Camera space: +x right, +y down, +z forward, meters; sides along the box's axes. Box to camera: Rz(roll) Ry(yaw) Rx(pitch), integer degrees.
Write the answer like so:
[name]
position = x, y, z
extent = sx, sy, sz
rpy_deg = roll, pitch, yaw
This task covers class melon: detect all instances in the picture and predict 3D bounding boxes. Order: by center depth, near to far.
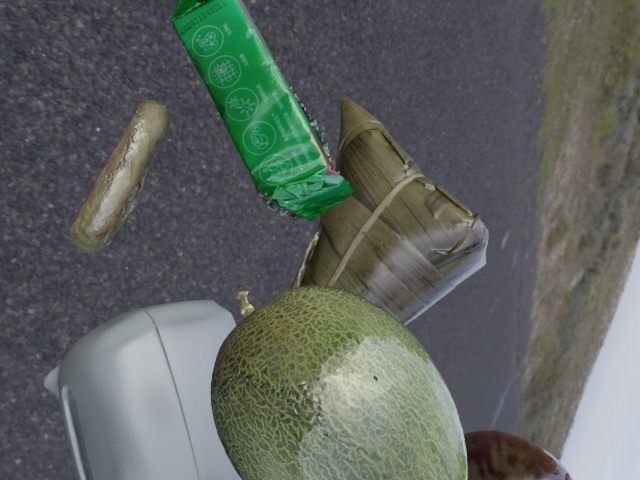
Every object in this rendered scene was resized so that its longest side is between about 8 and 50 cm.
[melon]
position = 0.007, 0.105, 0.360
extent = 0.139, 0.192, 0.139
rpy_deg = -41, 171, -8

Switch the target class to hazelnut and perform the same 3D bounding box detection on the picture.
[hazelnut]
position = 0.407, 0.649, 1.378
extent = 0.402, 0.430, 0.401
rpy_deg = -16, 90, -83

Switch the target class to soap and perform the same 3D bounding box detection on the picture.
[soap]
position = -0.072, -0.159, 0.695
extent = 0.098, 0.273, 0.218
rpy_deg = -30, 171, 9

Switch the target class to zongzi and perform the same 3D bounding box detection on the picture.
[zongzi]
position = 0.007, 0.008, 1.123
extent = 0.500, 0.467, 0.218
rpy_deg = -39, 148, 1

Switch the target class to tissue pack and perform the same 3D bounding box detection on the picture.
[tissue pack]
position = -0.222, 0.258, 0.776
extent = 0.236, 0.229, 0.332
rpy_deg = -14, 86, -36

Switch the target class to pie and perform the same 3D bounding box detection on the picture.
[pie]
position = -0.256, -0.074, 0.715
extent = 0.218, 0.052, 0.185
rpy_deg = -54, -166, 23
